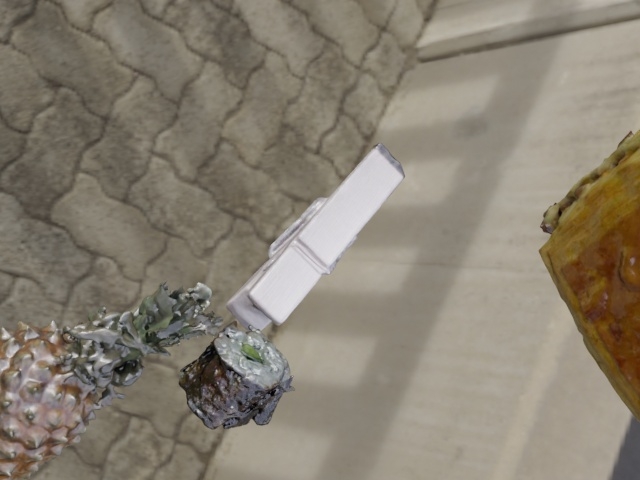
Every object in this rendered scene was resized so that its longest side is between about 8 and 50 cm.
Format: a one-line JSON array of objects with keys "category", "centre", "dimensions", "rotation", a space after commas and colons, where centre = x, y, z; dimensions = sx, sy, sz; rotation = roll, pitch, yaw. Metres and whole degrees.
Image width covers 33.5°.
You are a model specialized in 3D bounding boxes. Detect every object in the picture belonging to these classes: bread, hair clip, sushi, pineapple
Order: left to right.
[{"category": "pineapple", "centre": [-0.279, 0.145, 1.181], "dimensions": [0.361, 0.175, 0.175], "rotation": [-30, 113, 6]}, {"category": "sushi", "centre": [-0.084, 0.143, 1.088], "dimensions": [0.098, 0.084, 0.094], "rotation": [46, 23, 11]}, {"category": "hair clip", "centre": [-0.003, -0.003, 1.498], "dimensions": [0.085, 0.101, 0.331], "rotation": [50, 56, -9]}, {"category": "bread", "centre": [0.403, 0.039, 1.112], "dimensions": [0.167, 0.277, 0.325], "rotation": [-15, 69, -35]}]
